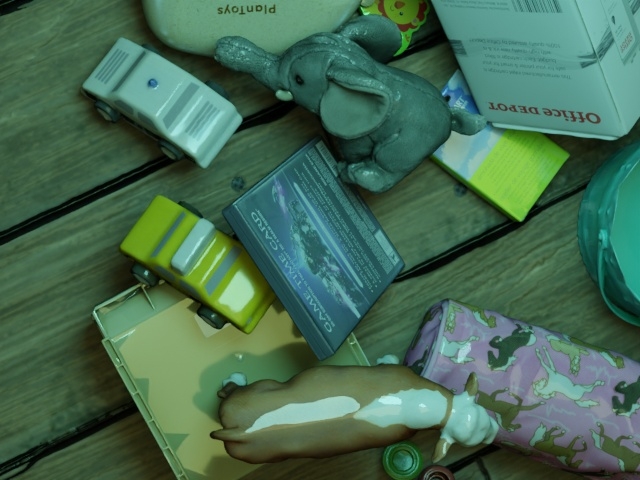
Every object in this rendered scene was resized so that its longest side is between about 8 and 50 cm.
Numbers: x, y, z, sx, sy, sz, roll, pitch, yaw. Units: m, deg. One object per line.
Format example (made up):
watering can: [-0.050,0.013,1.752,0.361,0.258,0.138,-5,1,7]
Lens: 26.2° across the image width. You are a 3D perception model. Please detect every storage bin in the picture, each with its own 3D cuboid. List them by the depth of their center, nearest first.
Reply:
storage bin: [-0.101,0.134,1.631,0.262,0.123,0.260,-29,95,-6]

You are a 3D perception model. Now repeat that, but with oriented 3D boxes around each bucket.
bucket: [0.456,-0.012,1.678,0.281,0.183,0.281,0,92,-8]

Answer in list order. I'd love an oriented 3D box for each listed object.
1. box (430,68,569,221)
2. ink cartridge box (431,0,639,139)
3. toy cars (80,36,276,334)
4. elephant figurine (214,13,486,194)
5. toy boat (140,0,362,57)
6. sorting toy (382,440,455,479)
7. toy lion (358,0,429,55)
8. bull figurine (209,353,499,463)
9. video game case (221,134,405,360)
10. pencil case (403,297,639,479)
box: [0.206,-0.117,1.707,0.178,0.042,0.109,37,85,-7]
ink cartridge box: [0.243,-0.263,1.549,0.117,0.207,0.283,-51,130,-26]
toy cars: [-0.163,-0.077,1.559,0.176,0.087,0.394,-15,70,-2]
elephant figurine: [0.033,-0.176,1.578,0.186,0.169,0.239,-43,129,-4]
toy boat: [-0.072,-0.361,1.585,0.267,0.148,0.318,2,126,-9]
sorting toy: [0.118,0.295,1.713,0.102,0.042,0.061,34,71,4]
toy lion: [0.088,-0.275,1.693,0.096,0.034,0.100,-5,93,-16]
bull figurine: [0.032,0.183,1.494,0.310,0.188,0.101,-1,93,-9]
video game case: [0.000,0.000,1.581,0.026,0.274,0.196,-30,97,28]
pencil case: [0.280,0.199,1.666,0.386,0.160,0.167,21,71,-7]
